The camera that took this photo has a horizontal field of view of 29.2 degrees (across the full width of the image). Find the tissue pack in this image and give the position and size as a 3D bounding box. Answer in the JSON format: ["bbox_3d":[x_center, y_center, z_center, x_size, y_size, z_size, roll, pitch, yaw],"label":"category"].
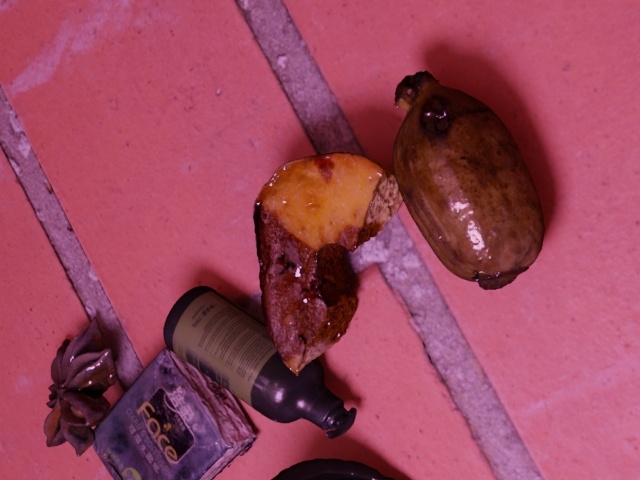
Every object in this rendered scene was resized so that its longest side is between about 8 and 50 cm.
[{"bbox_3d":[-0.210,0.273,1.716,0.235,0.073,0.173,-46,71,35],"label":"tissue pack"}]

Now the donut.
[{"bbox_3d":[0.000,0.000,1.484,0.151,0.112,0.295,38,119,29],"label":"donut"}]

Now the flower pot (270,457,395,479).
[{"bbox_3d":[0.003,0.446,1.502,0.266,0.266,0.267,42,131,22],"label":"flower pot"}]

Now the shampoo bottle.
[{"bbox_3d":[-0.072,0.164,1.575,0.284,0.101,0.101,31,116,27],"label":"shampoo bottle"}]

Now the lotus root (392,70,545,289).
[{"bbox_3d":[0.152,-0.071,1.346,0.145,0.128,0.260,-37,74,54],"label":"lotus root"}]

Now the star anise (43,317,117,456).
[{"bbox_3d":[-0.345,0.208,1.774,0.212,0.073,0.197,-7,72,62],"label":"star anise"}]
